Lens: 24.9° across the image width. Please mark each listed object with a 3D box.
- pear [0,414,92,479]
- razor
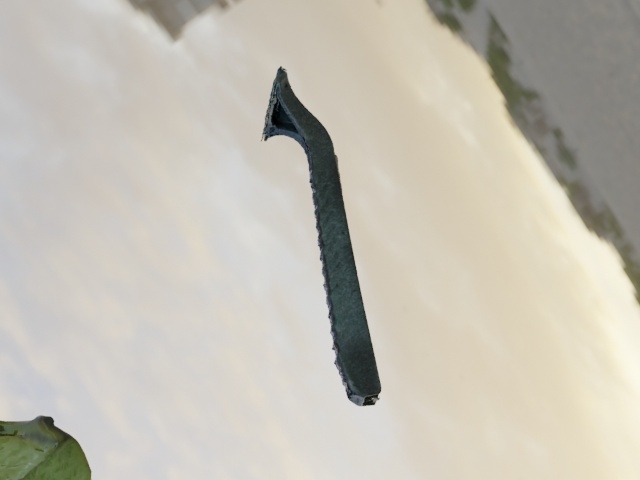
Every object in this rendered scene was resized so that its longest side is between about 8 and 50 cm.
[{"bbox_3d":[-0.275,0.296,0.983,0.286,0.176,0.282,-41,-56,-52],"label":"pear"},{"bbox_3d":[0.006,-0.001,0.781,0.066,0.033,0.190,106,152,-60],"label":"razor"}]
